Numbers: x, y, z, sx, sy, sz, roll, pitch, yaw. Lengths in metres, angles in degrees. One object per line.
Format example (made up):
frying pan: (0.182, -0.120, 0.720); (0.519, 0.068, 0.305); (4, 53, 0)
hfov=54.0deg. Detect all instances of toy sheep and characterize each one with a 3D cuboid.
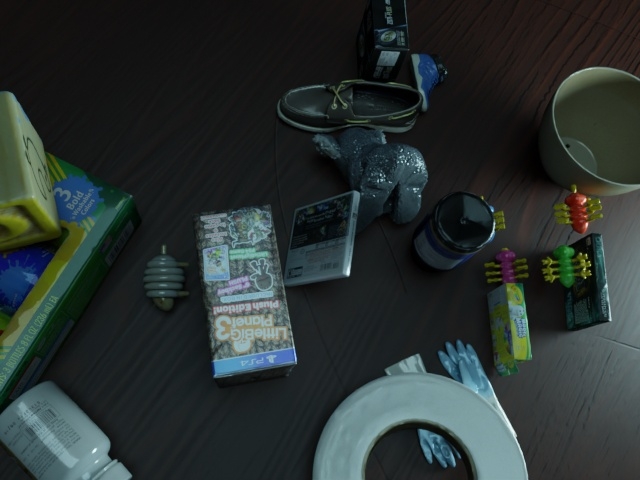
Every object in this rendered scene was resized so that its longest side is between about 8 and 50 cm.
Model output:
toy sheep: (-0.307, 0.074, 1.240); (0.091, 0.091, 0.132); (-3, 78, -9)

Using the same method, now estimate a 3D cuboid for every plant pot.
plant pot: (0.603, -0.211, 1.398); (0.284, 0.191, 0.284); (3, 69, -9)

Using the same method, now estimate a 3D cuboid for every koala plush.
koala plush: (0.100, -0.162, 1.332); (0.196, 0.203, 0.221); (-11, 48, -28)

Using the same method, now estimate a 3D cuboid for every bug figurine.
bug figurine: (0.453, -0.003, 1.341); (0.279, 0.072, 0.216); (-6, 76, 21)

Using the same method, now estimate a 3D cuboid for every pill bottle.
pill bottle: (0.256, -0.007, 1.272); (0.123, 0.219, 0.122); (2, 73, -7)
pill bottle: (-0.447, 0.370, 1.100); (0.229, 0.131, 0.131); (43, 72, 7)

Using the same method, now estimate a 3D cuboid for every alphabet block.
alphabet block: (-0.561, -0.100, 1.032); (0.194, 0.192, 0.197); (-16, 75, -12)

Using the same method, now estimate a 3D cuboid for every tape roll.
tape roll: (0.180, 0.439, 1.149); (0.392, 0.072, 0.391); (-2, 63, 3)

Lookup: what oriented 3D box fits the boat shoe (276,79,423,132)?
boat shoe: (0.067, -0.307, 1.406); (0.325, 0.096, 0.116); (3, 72, -7)

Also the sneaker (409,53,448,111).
sneaker: (0.262, -0.374, 1.475); (0.085, 0.058, 0.152); (-5, 66, -1)

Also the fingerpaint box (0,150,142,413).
fingerpaint box: (-0.617, 0.037, 1.165); (0.371, 0.163, 0.444); (27, 70, 1)

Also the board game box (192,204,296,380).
board game box: (-0.144, 0.112, 1.172); (0.141, 0.232, 0.290); (-8, 73, -9)

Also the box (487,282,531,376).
box: (0.388, 0.185, 1.290); (0.043, 0.105, 0.179); (3, 73, -6)

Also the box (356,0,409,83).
box: (0.136, -0.441, 1.414); (0.078, 0.180, 0.147); (1, 73, -8)

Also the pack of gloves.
pack of gloves: (0.266, 0.324, 1.261); (0.195, 0.046, 0.232); (-21, 76, -15)

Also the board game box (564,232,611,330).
board game box: (0.560, 0.090, 1.333); (0.026, 0.126, 0.186); (5, 72, -8)

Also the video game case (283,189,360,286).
video game case: (0.000, 0.000, 1.261); (0.022, 0.190, 0.173); (22, 67, -35)
